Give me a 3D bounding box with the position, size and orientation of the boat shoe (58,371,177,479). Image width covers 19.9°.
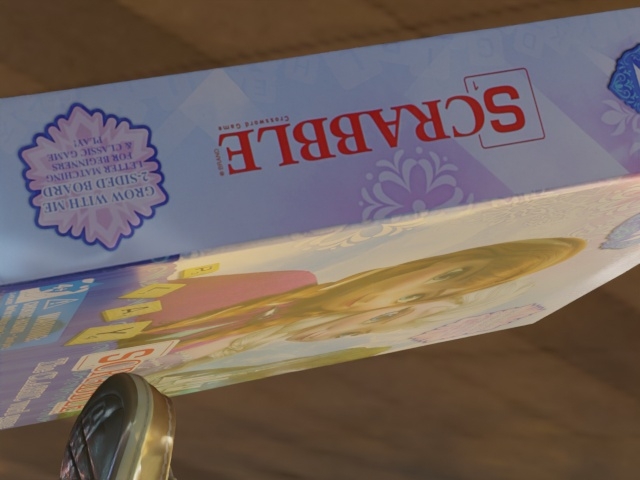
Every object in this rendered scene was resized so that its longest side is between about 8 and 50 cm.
[{"bbox_3d":[-0.071,0.115,0.668,0.048,0.153,0.056,4,-153,-21],"label":"boat shoe"}]

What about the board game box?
[{"bbox_3d":[0.000,0.000,0.747,0.318,0.066,0.319,-10,169,-18],"label":"board game box"}]
